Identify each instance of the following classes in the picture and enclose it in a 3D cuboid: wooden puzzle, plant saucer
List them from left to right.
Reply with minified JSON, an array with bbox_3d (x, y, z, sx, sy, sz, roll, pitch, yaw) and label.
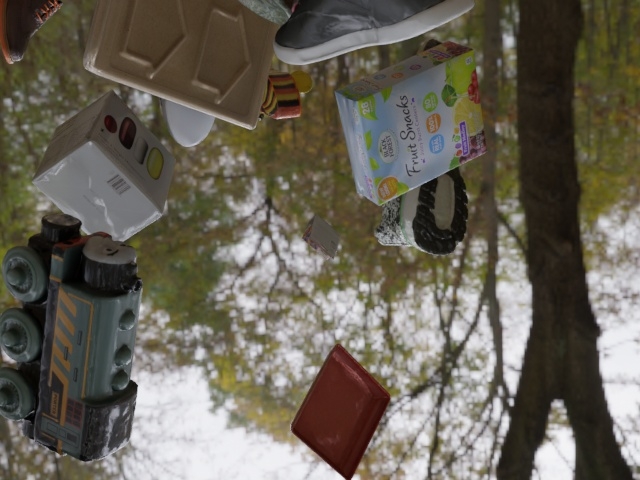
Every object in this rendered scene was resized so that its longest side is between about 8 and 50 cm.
[{"bbox_3d":[-0.173,-0.346,1.290,0.081,0.322,0.348,14,180,35],"label":"wooden puzzle"},{"bbox_3d":[0.044,0.433,2.386,0.048,0.258,0.259,-1,-129,46],"label":"plant saucer"}]

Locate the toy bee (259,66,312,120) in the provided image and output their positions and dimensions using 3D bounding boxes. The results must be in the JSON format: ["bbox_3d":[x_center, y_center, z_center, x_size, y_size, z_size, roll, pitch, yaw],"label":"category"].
[{"bbox_3d":[-0.137,-0.335,2.021,0.195,0.162,0.298,-15,-168,-43],"label":"toy bee"}]

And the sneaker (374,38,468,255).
[{"bbox_3d":[0.162,-0.168,1.697,0.158,0.410,0.182,22,159,-39],"label":"sneaker"}]

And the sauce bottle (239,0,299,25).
[{"bbox_3d":[0.016,-0.410,1.069,0.111,0.344,0.111,30,172,5],"label":"sauce bottle"}]

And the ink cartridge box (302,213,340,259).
[{"bbox_3d":[0.000,0.000,1.692,0.029,0.063,0.115,-45,-169,22],"label":"ink cartridge box"}]

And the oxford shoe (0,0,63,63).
[{"bbox_3d":[-0.580,-0.478,1.909,0.098,0.271,0.097,6,159,2],"label":"oxford shoe"}]

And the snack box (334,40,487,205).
[{"bbox_3d":[0.138,-0.174,1.394,0.207,0.174,0.070,-27,-147,-18],"label":"snack box"}]

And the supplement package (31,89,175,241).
[{"bbox_3d":[-0.395,-0.132,1.757,0.149,0.194,0.203,-30,-150,19],"label":"supplement package"}]

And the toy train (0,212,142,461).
[{"bbox_3d":[-0.330,0.134,1.272,0.190,0.333,0.142,19,-162,23],"label":"toy train"}]

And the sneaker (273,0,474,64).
[{"bbox_3d":[0.021,-0.257,0.898,0.105,0.146,0.296,-31,-164,-24],"label":"sneaker"}]

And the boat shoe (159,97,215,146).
[{"bbox_3d":[-0.263,-0.323,1.710,0.108,0.301,0.102,-20,-154,-30],"label":"boat shoe"}]
